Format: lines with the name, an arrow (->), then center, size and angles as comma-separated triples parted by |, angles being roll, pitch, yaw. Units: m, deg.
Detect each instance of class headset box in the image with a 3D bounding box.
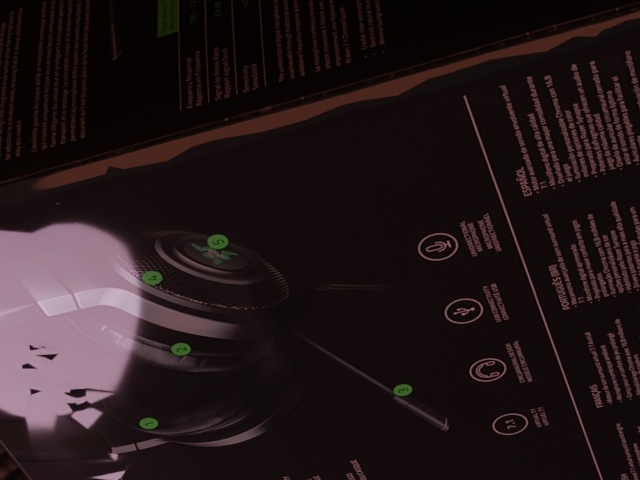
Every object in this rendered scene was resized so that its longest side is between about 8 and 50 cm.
headset box -> 0.000, 0.000, 0.618 | 0.283, 0.131, 0.246 | -16, 135, 11

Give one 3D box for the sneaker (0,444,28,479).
sneaker -> -0.141, 0.138, 0.765 | 0.161, 0.102, 0.282 | -31, 124, 25
